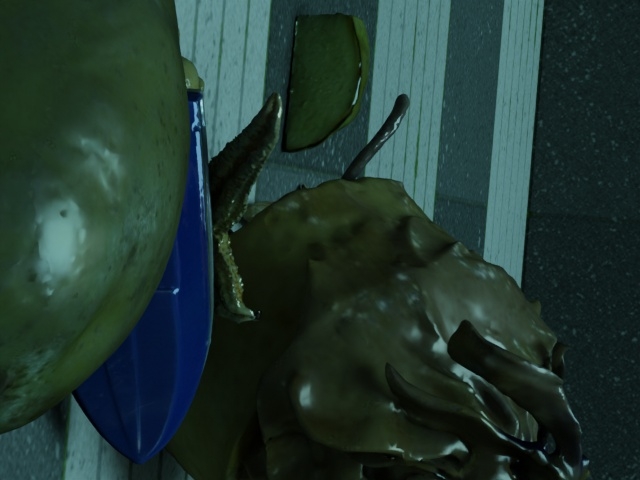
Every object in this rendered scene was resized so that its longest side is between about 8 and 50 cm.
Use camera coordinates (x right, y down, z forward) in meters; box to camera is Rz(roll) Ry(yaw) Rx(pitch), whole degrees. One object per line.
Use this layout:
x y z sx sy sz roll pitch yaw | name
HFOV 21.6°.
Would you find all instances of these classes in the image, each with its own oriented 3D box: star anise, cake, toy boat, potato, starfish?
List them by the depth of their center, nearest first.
-0.180 -0.055 0.874 0.243 0.221 0.326 68 16 -68 | potato
-0.140 0.029 1.201 0.088 0.129 0.295 -72 162 -67 | toy boat
-0.100 -0.040 1.245 0.231 0.048 0.295 65 -32 30 | starfish
0.058 0.151 1.382 0.332 0.321 0.332 -29 142 -25 | cake
-0.016 -0.004 1.475 0.148 0.227 0.218 19 65 -66 | star anise
0.020 -0.156 1.766 0.120 0.081 0.149 20 75 -71 | potato

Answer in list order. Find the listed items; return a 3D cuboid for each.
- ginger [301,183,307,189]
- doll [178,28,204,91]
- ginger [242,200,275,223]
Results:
-0.001 0.004 1.810 0.057 0.044 0.137 -42 136 -24 | ginger
-0.124 -0.153 1.332 0.061 0.051 0.093 -48 139 -55 | doll
0.010 0.063 1.684 0.288 0.089 0.075 57 14 -26 | ginger
